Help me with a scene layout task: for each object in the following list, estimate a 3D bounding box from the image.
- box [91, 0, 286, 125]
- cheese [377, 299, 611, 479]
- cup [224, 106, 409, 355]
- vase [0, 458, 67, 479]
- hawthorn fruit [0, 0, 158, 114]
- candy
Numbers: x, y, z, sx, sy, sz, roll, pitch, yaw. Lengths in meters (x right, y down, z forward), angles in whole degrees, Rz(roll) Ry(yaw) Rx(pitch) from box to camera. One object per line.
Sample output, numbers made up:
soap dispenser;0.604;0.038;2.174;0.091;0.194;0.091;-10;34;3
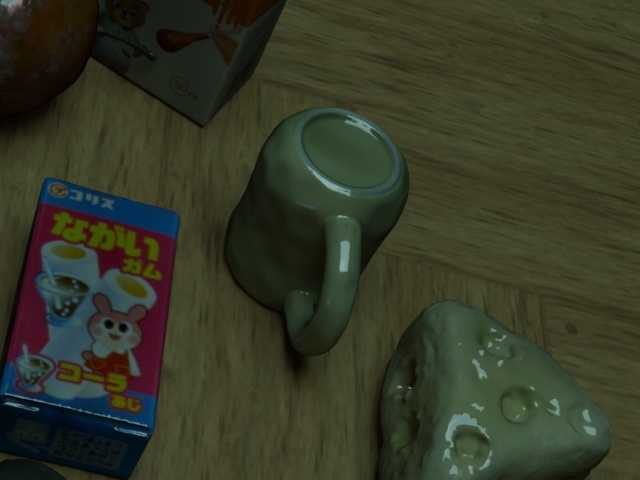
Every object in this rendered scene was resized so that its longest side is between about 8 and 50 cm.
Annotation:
box;-0.148;-0.341;1.890;0.225;0.341;0.143;33;43;4
cheese;0.146;0.186;1.692;0.251;0.173;0.248;-19;63;-32
cup;-0.017;-0.011;1.758;0.173;0.202;0.255;28;45;-2
vase;-0.329;0.307;1.303;0.291;0.245;0.245;-24;64;-44
hawthorn fruit;-0.372;-0.260;1.805;0.235;0.231;0.263;60;9;2
candy;-0.243;0.086;1.635;0.157;0.100;0.306;14;47;-13
